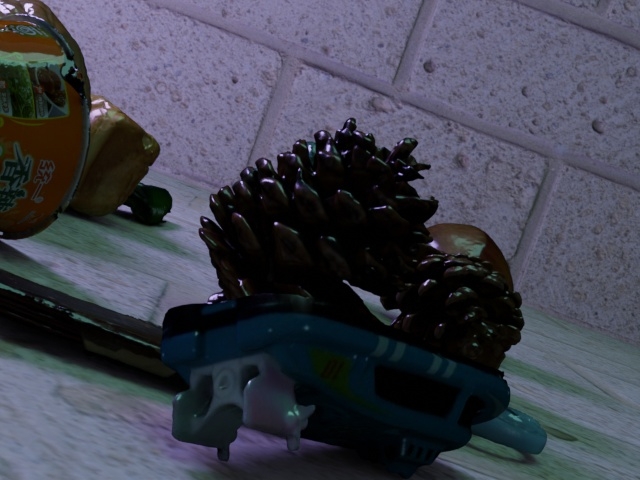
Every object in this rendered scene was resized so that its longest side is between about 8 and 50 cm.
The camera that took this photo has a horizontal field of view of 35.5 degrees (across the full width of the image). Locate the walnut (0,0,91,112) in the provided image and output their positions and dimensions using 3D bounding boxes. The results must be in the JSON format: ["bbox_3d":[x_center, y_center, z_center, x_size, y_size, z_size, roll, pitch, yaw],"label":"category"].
[{"bbox_3d":[-0.442,-0.194,1.285,0.277,0.252,0.313,1,13,-40],"label":"walnut"}]

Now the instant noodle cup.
[{"bbox_3d":[-0.362,-0.113,0.943,0.230,0.230,0.182,23,14,33],"label":"instant noodle cup"}]

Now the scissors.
[{"bbox_3d":[0.055,0.122,0.885,0.393,0.032,0.180,22,-1,-40],"label":"scissors"}]

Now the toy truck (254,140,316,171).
[{"bbox_3d":[-0.021,-0.039,1.551,0.155,0.156,0.279,18,-21,-30],"label":"toy truck"}]

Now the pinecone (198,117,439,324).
[{"bbox_3d":[0.000,0.000,1.032,0.224,0.272,0.224,52,-3,4],"label":"pinecone"}]

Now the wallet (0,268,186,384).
[{"bbox_3d":[-0.145,0.074,0.746,0.232,0.031,0.122,22,-1,-11],"label":"wallet"}]

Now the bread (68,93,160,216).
[{"bbox_3d":[-0.361,-0.132,1.518,0.132,0.167,0.294,45,-9,-26],"label":"bread"}]

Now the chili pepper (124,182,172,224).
[{"bbox_3d":[-0.302,-0.069,1.679,0.108,0.062,0.216,21,2,9],"label":"chili pepper"}]

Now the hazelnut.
[{"bbox_3d":[0.216,0.068,1.571,0.210,0.186,0.210,5,-5,0],"label":"hazelnut"}]

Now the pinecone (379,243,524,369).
[{"bbox_3d":[0.155,0.087,1.194,0.179,0.150,0.195,19,4,-17],"label":"pinecone"}]

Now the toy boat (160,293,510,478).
[{"bbox_3d":[0.024,0.116,0.677,0.134,0.092,0.299,-14,-26,36],"label":"toy boat"}]
